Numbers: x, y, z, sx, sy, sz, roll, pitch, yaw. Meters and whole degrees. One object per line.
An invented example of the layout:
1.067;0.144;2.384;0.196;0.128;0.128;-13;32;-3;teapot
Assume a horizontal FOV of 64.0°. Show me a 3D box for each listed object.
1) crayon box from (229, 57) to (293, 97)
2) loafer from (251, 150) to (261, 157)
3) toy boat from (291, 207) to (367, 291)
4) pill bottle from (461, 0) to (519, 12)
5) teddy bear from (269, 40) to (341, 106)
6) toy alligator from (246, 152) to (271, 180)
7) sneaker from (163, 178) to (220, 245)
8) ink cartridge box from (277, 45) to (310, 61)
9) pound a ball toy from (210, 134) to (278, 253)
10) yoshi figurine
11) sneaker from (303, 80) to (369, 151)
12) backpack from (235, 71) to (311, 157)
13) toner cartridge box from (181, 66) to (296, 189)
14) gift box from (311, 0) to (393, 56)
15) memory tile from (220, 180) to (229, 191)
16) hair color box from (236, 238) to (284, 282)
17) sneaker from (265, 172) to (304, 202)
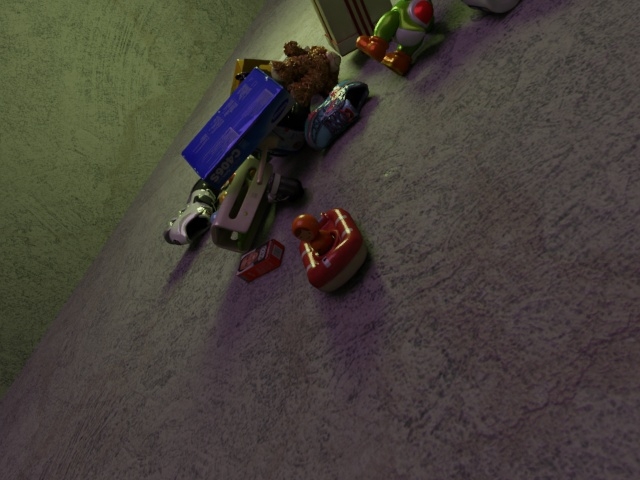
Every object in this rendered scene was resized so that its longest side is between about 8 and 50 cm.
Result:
-0.213;-0.525;1.829;0.319;0.202;0.081;117;141;-47;crayon box
-0.222;-0.355;1.938;0.148;0.056;0.050;-5;59;53;loafer
0.000;0.000;1.114;0.151;0.151;0.231;-45;29;13;toy boat
0.414;-0.633;1.280;0.108;0.108;0.180;-46;30;11;pill bottle
-0.027;-0.546;1.660;0.338;0.245;0.113;-20;-21;-46;teddy bear
-0.224;-0.291;1.872;0.189;0.051;0.056;-44;30;14;toy alligator
-0.445;-0.113;1.951;0.146;0.122;0.331;9;62;38;sneaker
-0.068;-0.628;1.923;0.093;0.154;0.212;-54;28;-8;ink cartridge box
-0.233;-0.154;1.546;0.208;0.135;0.319;100;-175;-57;pound a ball toy
0.247;-0.666;1.421;0.362;0.203;0.203;-57;-7;20;yoshi figurine
0.050;-0.379;1.524;0.262;0.104;0.125;-58;31;-10;sneaker
-0.152;-0.398;1.690;0.263;0.276;0.213;-107;31;-48;backpack
-0.246;-0.331;1.515;0.348;0.075;0.165;-47;54;5;toner cartridge box
0.128;-0.783;1.725;0.276;0.258;0.255;-24;32;9;gift box
-0.400;-0.251;2.123;0.113;0.012;0.148;-30;36;35;memory tile
-0.165;0.056;1.402;0.141;0.043;0.072;-29;37;37;hair color box
-0.103;-0.144;1.510;0.234;0.106;0.078;169;115;-83;sneaker
